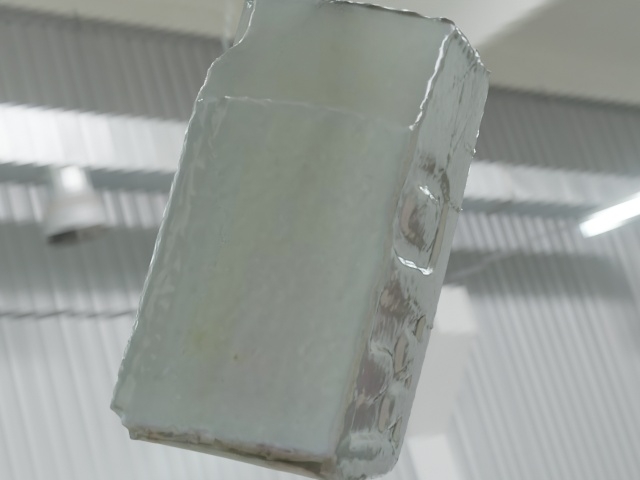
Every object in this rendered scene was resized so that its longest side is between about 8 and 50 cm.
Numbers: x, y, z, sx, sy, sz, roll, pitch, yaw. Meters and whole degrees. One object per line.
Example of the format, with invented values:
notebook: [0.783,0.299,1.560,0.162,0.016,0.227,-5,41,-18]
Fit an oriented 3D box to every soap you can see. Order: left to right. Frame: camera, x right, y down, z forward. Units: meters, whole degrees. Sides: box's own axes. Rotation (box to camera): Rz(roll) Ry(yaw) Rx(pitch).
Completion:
soap: [0.000,0.000,1.635,0.213,0.435,0.350,12,-6,16]
